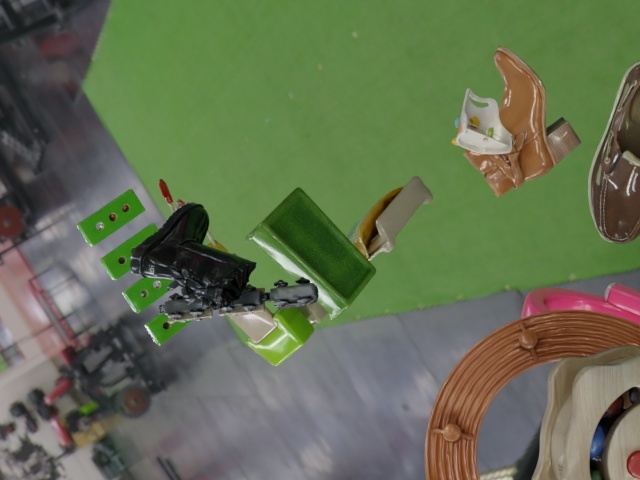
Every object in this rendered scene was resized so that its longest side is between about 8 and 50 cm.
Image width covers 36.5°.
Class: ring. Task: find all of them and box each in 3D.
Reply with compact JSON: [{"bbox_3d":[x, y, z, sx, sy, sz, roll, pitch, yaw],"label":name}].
[{"bbox_3d":[0.282,0.239,1.076,0.336,0.336,0.032,49,178,21],"label":"ring"}]

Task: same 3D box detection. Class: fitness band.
[{"bbox_3d":[0.407,0.126,1.275,0.291,0.209,0.054,24,115,35],"label":"fitness band"}]

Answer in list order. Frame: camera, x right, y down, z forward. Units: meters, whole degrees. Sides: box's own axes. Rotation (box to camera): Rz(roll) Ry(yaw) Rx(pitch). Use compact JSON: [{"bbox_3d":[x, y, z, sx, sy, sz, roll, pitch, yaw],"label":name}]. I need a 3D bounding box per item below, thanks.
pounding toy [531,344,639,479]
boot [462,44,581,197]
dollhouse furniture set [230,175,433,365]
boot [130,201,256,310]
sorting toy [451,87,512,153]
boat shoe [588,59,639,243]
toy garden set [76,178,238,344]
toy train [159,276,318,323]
[{"bbox_3d":[0.313,0.244,0.973,0.155,0.154,0.269,178,101,-81],"label":"pounding toy"},{"bbox_3d":[0.273,-0.174,1.442,0.197,0.152,0.073,55,-170,-1],"label":"boot"},{"bbox_3d":[0.000,0.000,1.351,0.151,0.301,0.197,44,135,-2],"label":"dollhouse furniture set"},{"bbox_3d":[-0.107,0.014,0.906,0.099,0.121,0.045,18,124,19],"label":"boot"},{"bbox_3d":[0.205,-0.156,1.256,0.045,0.083,0.075,-15,63,54],"label":"sorting toy"},{"bbox_3d":[0.418,-0.112,1.310,0.095,0.095,0.257,-58,-28,-70],"label":"boat shoe"},{"bbox_3d":[-0.266,0.018,1.646,0.049,0.204,0.244,1,125,60],"label":"toy garden set"},{"bbox_3d":[-0.077,0.058,0.921,0.036,0.158,0.027,44,-139,-68],"label":"toy train"}]
